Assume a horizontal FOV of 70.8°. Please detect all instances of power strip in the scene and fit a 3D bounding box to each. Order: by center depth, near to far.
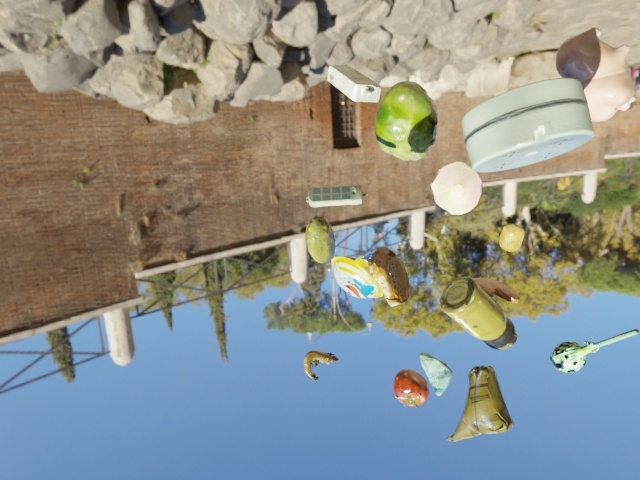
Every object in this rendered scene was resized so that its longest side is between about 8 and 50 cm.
[{"bbox_3d":[0.592,-0.322,1.317,0.357,0.162,0.357,-11,174,-1],"label":"power strip"},{"bbox_3d":[0.113,-0.537,1.540,0.098,0.058,0.338,-3,-148,-18],"label":"power strip"},{"bbox_3d":[0.061,-0.160,1.610,0.226,0.029,0.080,-4,-133,2],"label":"power strip"}]

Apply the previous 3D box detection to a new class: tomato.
[{"bbox_3d":[0.396,0.647,1.988,0.167,0.168,0.167,-2,-167,1],"label":"tomato"}]

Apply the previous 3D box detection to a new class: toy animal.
[{"bbox_3d":[0.984,-0.588,1.625,0.326,0.269,0.237,44,-145,15],"label":"toy animal"}]

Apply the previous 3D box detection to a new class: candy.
[{"bbox_3d":[0.717,0.284,1.186,0.091,0.083,0.305,-23,158,-18],"label":"candy"}]

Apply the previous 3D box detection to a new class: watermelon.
[{"bbox_3d":[0.361,0.401,1.400,0.081,0.180,0.094,-29,-140,5],"label":"watermelon"}]

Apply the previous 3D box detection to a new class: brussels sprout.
[{"bbox_3d":[0.373,-0.495,1.894,0.268,0.345,0.344,11,-162,34],"label":"brussels sprout"}]

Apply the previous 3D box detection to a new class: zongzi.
[{"bbox_3d":[0.597,0.653,1.807,0.122,0.260,0.289,7,151,-45],"label":"zongzi"}]

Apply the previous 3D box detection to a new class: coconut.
[{"bbox_3d":[0.603,-0.236,2.010,0.233,0.233,0.245,2,-171,17],"label":"coconut"}]

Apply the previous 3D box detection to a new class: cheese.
[{"bbox_3d":[0.113,0.095,1.253,0.069,0.177,0.270,-50,-177,-26],"label":"cheese"}]

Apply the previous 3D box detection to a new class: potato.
[{"bbox_3d":[0.000,0.000,2.006,0.113,0.251,0.149,18,-129,27],"label":"potato"}]

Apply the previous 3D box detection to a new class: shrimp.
[{"bbox_3d":[0.005,0.545,1.954,0.178,0.125,0.034,18,159,-31],"label":"shrimp"}]

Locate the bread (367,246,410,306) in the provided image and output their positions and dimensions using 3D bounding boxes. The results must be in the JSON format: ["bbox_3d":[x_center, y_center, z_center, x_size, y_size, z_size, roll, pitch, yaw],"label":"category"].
[{"bbox_3d":[0.158,0.078,1.000,0.044,0.129,0.126,-22,-173,30],"label":"bread"}]

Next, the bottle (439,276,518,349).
[{"bbox_3d":[0.650,0.313,1.811,0.171,0.351,0.172,-39,-156,21],"label":"bottle"}]

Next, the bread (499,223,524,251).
[{"bbox_3d":[0.717,-0.006,1.693,0.082,0.115,0.056,23,-135,22],"label":"bread"}]

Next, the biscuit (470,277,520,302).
[{"bbox_3d":[0.734,0.209,1.909,0.192,0.036,0.186,1,-156,-30],"label":"biscuit"}]
